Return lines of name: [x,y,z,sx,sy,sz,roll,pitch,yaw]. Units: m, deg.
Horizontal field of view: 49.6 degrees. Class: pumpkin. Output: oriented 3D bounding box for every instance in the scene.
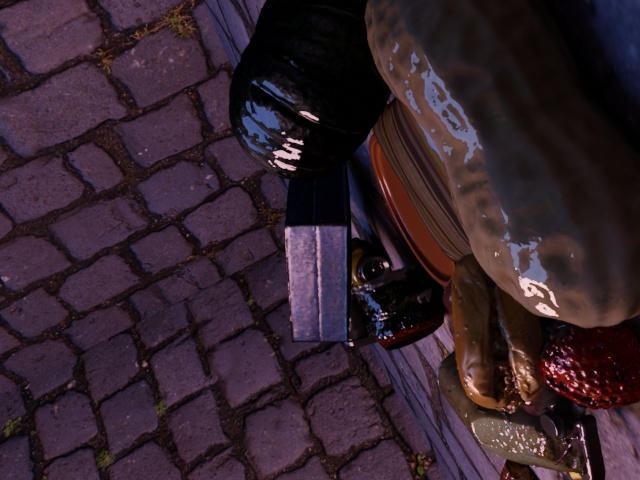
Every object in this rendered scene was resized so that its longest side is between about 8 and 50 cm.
pumpkin: [-0.007,-0.170,0.740,0.161,0.221,0.220,27,177,-4]

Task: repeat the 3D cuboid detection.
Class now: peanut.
peanut: [0.120,-0.081,0.459,0.136,0.120,0.298,102,143,-74]

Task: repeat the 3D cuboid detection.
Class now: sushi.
sushi: [0.338,0.415,1.159,0.118,0.061,0.060,56,139,36]
sushi: [0.135,0.114,1.207,0.225,0.136,0.126,64,-177,-76]

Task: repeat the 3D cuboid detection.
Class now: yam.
yam: [0.247,0.235,0.930,0.106,0.106,0.259,64,176,-18]

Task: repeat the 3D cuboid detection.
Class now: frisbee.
frisbee: [0.136,-0.045,1.008,0.251,0.021,0.251,62,176,8]

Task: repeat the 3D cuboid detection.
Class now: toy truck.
toy truck: [0.085,0.116,1.512,0.224,0.165,0.147,65,175,-18]

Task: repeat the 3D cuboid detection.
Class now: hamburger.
hamburger: [0.167,0.085,0.655,0.138,0.083,0.147,43,-138,-62]

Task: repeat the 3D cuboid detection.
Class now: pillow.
pillow: [0.130,-0.067,0.771,0.208,0.052,0.212,59,175,-2]

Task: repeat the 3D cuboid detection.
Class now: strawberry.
strawberry: [0.227,0.099,0.570,0.096,0.083,0.083,29,177,-5]

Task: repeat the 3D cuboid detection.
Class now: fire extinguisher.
fire extinguisher: [0.231,0.141,0.747,0.252,0.075,0.106,56,177,41]

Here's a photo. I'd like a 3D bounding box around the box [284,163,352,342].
box: [0.000,0.000,1.278,0.279,0.116,0.262,-90,-3,-55]
